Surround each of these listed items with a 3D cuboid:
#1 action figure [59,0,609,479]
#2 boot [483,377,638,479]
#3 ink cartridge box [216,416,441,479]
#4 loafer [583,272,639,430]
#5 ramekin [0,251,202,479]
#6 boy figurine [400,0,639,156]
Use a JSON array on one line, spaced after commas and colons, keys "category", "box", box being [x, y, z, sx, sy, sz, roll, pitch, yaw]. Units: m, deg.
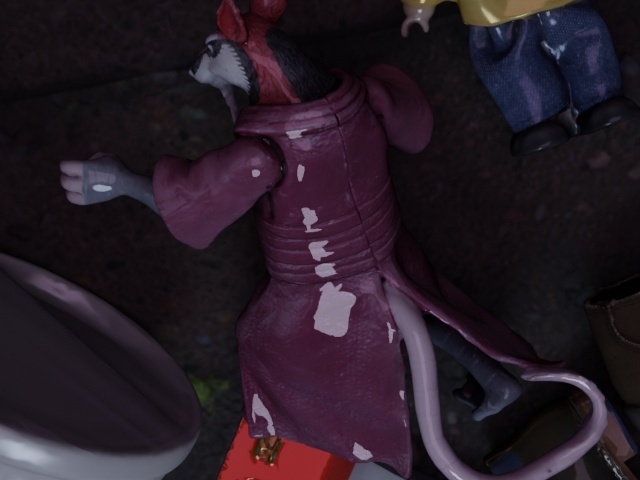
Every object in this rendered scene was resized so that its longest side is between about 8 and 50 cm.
[{"category": "action figure", "box": [0.000, 0.000, 1.020, 0.248, 0.276, 0.370, -31, 123, -18]}, {"category": "boot", "box": [0.216, 0.225, 1.143, 0.106, 0.082, 0.219, -29, 82, 2]}, {"category": "ink cartridge box", "box": [0.017, 0.259, 1.159, 0.232, 0.066, 0.189, 22, 94, -5]}, {"category": "loafer", "box": [0.344, -0.012, 1.096, 0.366, 0.134, 0.130, -41, 94, 3]}, {"category": "ramekin", "box": [-0.229, 0.120, 1.052, 0.273, 0.273, 0.127, 28, 106, -2]}, {"category": "boy figurine", "box": [0.134, -0.205, 1.104, 0.177, 0.092, 0.285, -22, 93, 2]}]
